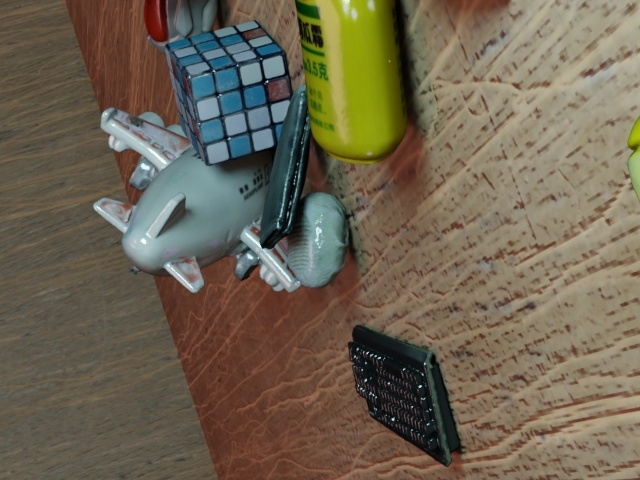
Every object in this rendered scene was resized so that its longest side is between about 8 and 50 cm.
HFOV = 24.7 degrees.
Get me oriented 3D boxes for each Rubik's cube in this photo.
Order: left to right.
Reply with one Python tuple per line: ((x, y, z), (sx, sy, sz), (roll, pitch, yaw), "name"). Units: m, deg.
((-0.081, -0.135, 1.330), (0.092, 0.092, 0.092), (-125, 21, -57), "Rubik's cube")

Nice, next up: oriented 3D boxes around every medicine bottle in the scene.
((0.012, -0.180, 0.917), (0.095, 0.064, 0.260), (-115, 17, -66), "medicine bottle")

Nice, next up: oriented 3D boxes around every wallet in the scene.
((-0.025, -0.059, 1.238), (0.088, 0.026, 0.129), (137, 145, -74), "wallet")

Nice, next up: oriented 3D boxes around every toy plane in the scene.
((-0.113, -0.036, 1.390), (0.118, 0.252, 0.252), (-52, 46, 30), "toy plane")

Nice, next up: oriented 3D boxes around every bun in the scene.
((0.000, 0.000, 1.246), (0.083, 0.045, 0.083), (-179, 90, -72), "bun")

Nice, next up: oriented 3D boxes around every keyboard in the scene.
((0.063, 0.125, 1.204), (0.230, 0.025, 0.093), (-172, 68, -77), "keyboard")

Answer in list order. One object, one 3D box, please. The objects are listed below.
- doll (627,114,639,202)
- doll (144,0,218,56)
((0.158, 0.013, 0.526), (0.106, 0.062, 0.162), (140, 113, -82), "doll")
((-0.142, -0.253, 1.488), (0.102, 0.075, 0.227), (-99, 11, -54), "doll")
